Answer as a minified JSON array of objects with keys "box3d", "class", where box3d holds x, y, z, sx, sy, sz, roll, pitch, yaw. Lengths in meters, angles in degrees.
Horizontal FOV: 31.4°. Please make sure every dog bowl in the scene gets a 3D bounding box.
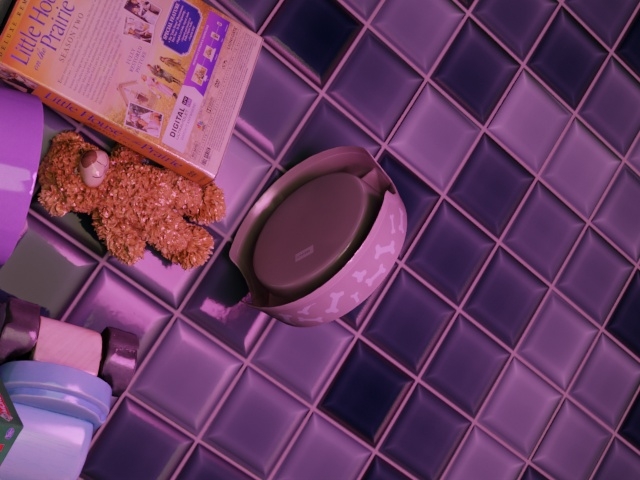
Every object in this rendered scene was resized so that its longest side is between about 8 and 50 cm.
[{"box3d":[0.000,0.000,1.994,0.102,0.349,0.348,43,74,-34],"class":"dog bowl"}]

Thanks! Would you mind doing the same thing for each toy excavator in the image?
[{"box3d":[-0.495,0.370,1.800,0.222,0.433,0.445,21,55,-25],"class":"toy excavator"}]

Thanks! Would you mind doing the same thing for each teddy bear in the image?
[{"box3d":[-0.312,-0.077,1.956,0.338,0.113,0.245,42,72,-21],"class":"teddy bear"}]

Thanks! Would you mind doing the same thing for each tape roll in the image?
[{"box3d":[-0.512,-0.103,1.764,0.090,0.275,0.274,12,87,-26],"class":"tape roll"}]

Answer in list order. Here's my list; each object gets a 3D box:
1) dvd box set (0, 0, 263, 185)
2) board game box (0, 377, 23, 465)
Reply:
[{"box3d":[-0.320,-0.316,1.923,0.420,0.062,0.307,27,62,-24],"class":"dvd box set"},{"box3d":[-0.555,0.259,1.702,0.046,0.317,0.213,20,108,-41],"class":"board game box"}]
